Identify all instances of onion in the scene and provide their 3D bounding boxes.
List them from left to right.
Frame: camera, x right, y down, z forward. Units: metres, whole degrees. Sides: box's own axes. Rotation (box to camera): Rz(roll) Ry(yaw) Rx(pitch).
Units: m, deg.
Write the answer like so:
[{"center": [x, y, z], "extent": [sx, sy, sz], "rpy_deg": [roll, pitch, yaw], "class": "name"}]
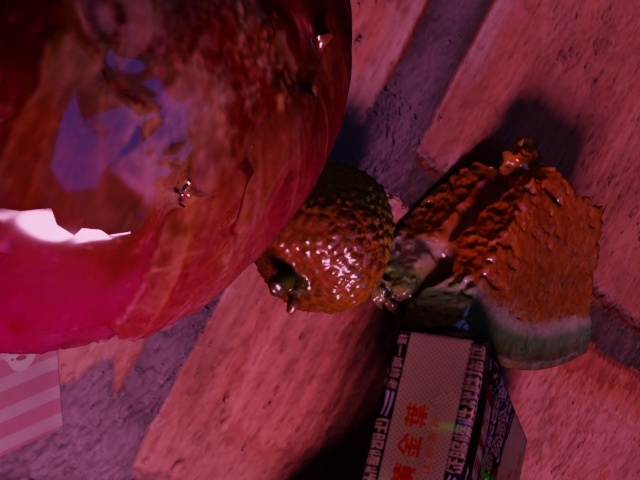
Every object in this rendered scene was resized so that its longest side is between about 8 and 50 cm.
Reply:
[{"center": [-0.176, -0.080, 0.715], "extent": [0.348, 0.348, 0.385], "rpy_deg": [-28, 165, -36], "class": "onion"}]

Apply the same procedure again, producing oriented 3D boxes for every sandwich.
[{"center": [0.175, 0.029, 1.287], "extent": [0.212, 0.109, 0.292], "rpy_deg": [-56, 141, -8], "class": "sandwich"}]

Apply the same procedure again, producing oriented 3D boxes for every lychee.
[{"center": [0.000, 0.000, 1.076], "extent": [0.146, 0.114, 0.114], "rpy_deg": [-59, 146, -38], "class": "lychee"}]

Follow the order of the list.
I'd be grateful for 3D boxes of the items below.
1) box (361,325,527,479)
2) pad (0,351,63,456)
[{"center": [0.116, 0.224, 1.251], "extent": [0.310, 0.084, 0.198], "rpy_deg": [60, 41, -61], "class": "box"}, {"center": [-0.256, 0.037, 0.889], "extent": [0.202, 0.005, 0.300], "rpy_deg": [-23, 126, -39], "class": "pad"}]
